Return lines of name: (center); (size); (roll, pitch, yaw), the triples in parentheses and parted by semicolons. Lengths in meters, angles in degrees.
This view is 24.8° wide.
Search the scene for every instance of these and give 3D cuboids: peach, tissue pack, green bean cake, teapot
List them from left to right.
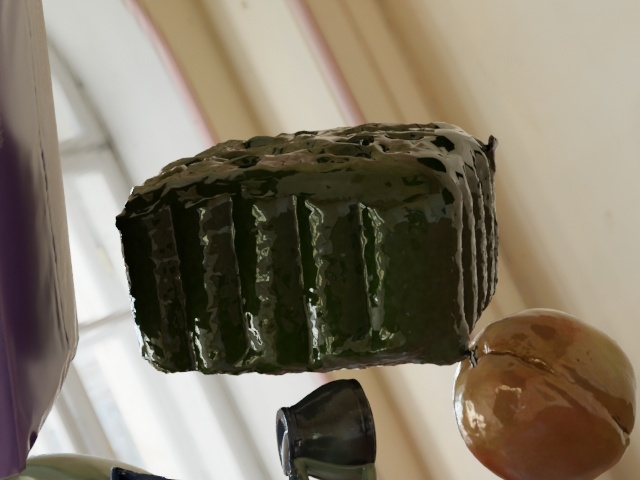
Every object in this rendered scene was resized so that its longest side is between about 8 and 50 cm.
tissue pack: (-0.247, -0.042, 0.905); (0.160, 0.338, 0.242); (-3, 26, 0)
green bean cake: (0.000, 0.000, 1.067); (0.247, 0.156, 0.250); (-3, 9, 16)
teapot: (0.004, 0.128, 0.890); (0.057, 0.088, 0.066); (-6, -48, -12)
peach: (0.215, 0.153, 1.413); (0.184, 0.184, 0.184); (-25, -8, -4)

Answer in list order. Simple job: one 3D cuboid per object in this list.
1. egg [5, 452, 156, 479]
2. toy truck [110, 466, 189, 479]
egg: (-0.178, 0.313, 1.106); (0.278, 0.278, 0.336); (-25, -31, -6)
toy truck: (-0.046, 0.195, 0.765); (0.126, 0.113, 0.208); (-2, -21, 16)
